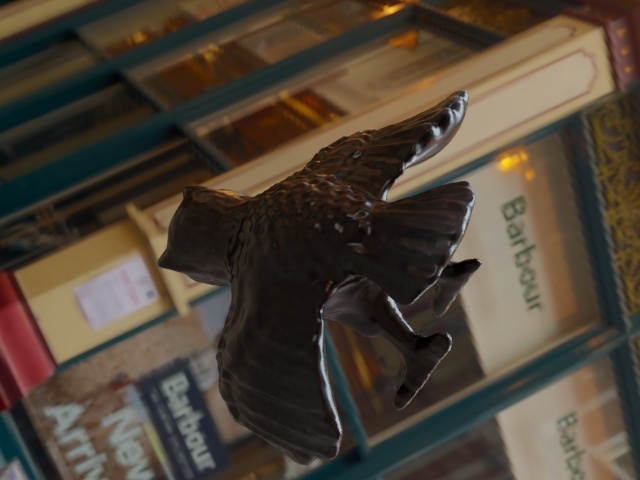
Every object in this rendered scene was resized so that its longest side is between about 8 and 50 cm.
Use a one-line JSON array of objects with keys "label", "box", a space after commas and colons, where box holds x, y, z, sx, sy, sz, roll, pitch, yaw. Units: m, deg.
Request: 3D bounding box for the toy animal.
[{"label": "toy animal", "box": [-0.007, -0.001, 0.635, 0.180, 0.218, 0.116, 16, -22, 19]}]
